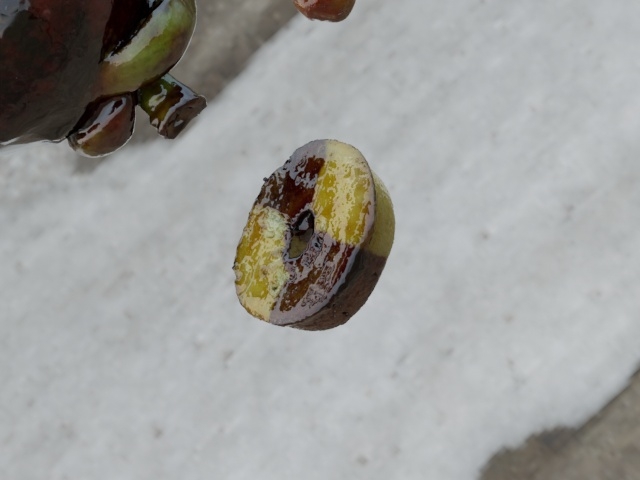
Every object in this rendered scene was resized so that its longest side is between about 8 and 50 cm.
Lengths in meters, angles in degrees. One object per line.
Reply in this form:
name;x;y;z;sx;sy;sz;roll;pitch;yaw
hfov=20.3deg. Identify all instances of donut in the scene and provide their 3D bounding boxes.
donut;0.000;0.000;1.682;0.166;0.073;0.184;8;76;45

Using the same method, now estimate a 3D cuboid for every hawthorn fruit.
hawthorn fruit;0.005;-0.273;1.934;0.077;0.077;0.077;-28;36;23

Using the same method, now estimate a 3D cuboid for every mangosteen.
mangosteen;-0.196;-0.147;1.200;0.228;0.265;0.228;-57;14;24
